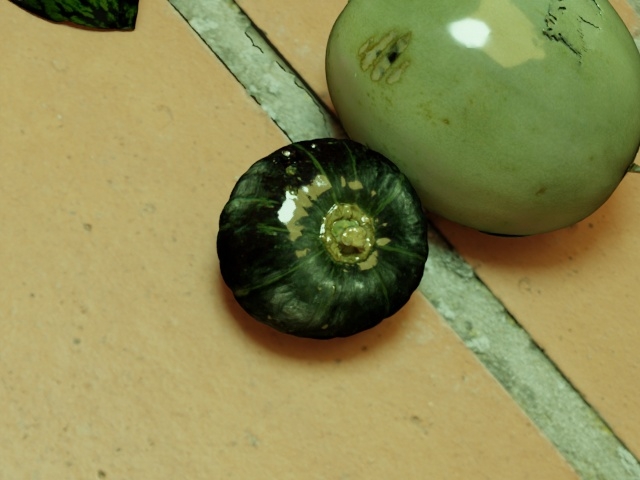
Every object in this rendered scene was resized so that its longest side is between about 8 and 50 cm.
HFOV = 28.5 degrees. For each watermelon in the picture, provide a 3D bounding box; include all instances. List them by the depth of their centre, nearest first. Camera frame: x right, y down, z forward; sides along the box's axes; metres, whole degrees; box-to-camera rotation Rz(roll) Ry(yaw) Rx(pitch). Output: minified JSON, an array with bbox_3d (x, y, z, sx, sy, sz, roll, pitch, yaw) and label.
[{"bbox_3d":[-0.272,-0.304,1.274,0.145,0.137,0.193,-11,105,-25],"label":"watermelon"}]

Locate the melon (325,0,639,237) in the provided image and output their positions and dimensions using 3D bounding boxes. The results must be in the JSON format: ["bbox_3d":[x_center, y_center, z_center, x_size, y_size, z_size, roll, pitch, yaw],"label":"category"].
[{"bbox_3d":[0.170,-0.148,1.220,0.330,0.268,0.268,35,55,-4],"label":"melon"}]

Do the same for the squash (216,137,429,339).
[{"bbox_3d":[0.002,0.000,1.144,0.193,0.156,0.193,15,63,-32],"label":"squash"}]
